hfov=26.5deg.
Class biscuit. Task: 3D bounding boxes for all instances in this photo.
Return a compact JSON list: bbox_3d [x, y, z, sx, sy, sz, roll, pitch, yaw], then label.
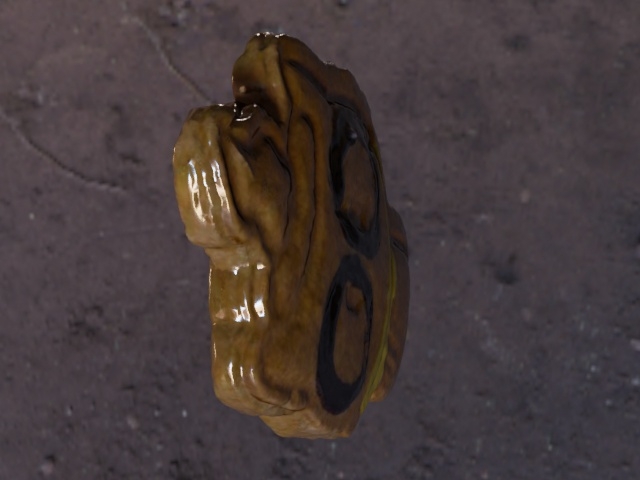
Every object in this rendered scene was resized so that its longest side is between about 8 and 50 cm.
[{"bbox_3d":[0.000,0.000,0.724,0.041,0.290,0.208,-2,73,20],"label":"biscuit"}]
